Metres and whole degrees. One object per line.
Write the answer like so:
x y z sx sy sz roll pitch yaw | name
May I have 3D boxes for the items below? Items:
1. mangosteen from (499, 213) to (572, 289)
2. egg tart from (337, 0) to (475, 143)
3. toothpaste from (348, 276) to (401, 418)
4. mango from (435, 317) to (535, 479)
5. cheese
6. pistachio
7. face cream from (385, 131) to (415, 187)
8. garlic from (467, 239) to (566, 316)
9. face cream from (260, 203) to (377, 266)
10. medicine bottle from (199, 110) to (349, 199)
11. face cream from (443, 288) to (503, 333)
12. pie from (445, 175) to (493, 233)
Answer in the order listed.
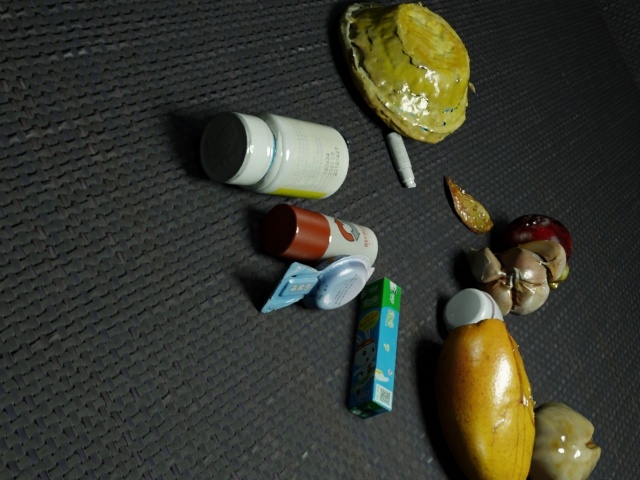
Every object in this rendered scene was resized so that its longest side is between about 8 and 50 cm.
0.522 0.033 2.221 0.200 0.200 0.199 27 51 -38 | mangosteen
0.212 -0.406 2.099 0.388 0.169 0.388 25 46 -29 | egg tart
0.102 0.197 1.717 0.050 0.065 0.266 33 47 -30 | toothpaste
0.325 0.335 1.821 0.199 0.201 0.350 -1 78 -8 | mango
0.006 0.075 1.627 0.245 0.135 0.052 -3 44 -47 | cheese
0.475 0.429 1.917 0.288 0.197 0.166 28 50 -81 | pistachio
0.180 -0.176 2.045 0.034 0.034 0.130 -5 72 -51 | face cream
0.440 0.090 2.055 0.191 0.214 0.160 -116 -155 -69 | garlic
0.000 0.000 1.681 0.214 0.096 0.095 15 59 -44 | face cream
-0.079 -0.152 1.637 0.258 0.143 0.143 6 65 -49 | medicine bottle
0.325 0.166 1.955 0.104 0.117 0.117 41 42 -41 | face cream
0.359 -0.068 2.199 0.191 0.033 0.088 41 47 -28 | pie
